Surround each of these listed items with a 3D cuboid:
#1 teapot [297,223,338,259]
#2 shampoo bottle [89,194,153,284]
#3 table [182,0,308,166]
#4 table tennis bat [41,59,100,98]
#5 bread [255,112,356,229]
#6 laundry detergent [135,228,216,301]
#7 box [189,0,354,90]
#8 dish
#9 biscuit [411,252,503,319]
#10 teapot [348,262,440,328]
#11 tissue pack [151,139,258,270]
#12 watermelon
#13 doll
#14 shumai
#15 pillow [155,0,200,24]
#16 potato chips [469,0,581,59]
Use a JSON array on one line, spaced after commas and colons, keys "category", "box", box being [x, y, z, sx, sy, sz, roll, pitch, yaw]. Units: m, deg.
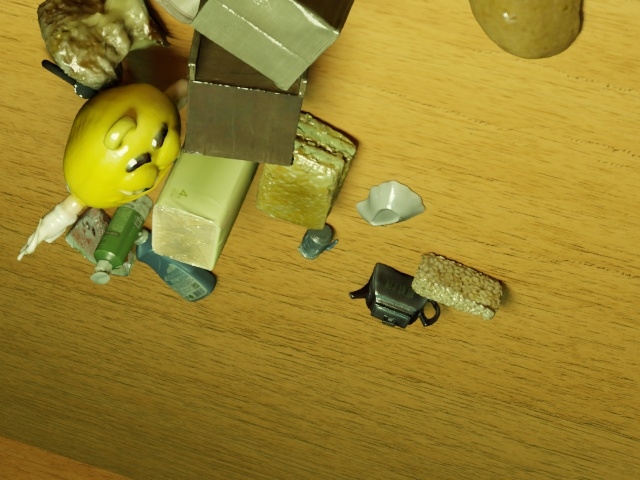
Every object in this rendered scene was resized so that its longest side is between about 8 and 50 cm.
[{"category": "teapot", "box": [-0.003, -0.003, 2.005, 0.049, 0.063, 0.083, 53, 151, 10]}, {"category": "shampoo bottle", "box": [-0.387, -0.003, 2.071, 0.065, 0.205, 0.065, 14, 146, 10]}, {"category": "table", "box": [-0.105, -0.242, 1.578, 0.169, 0.173, 0.193, 7, 146, -4]}, {"category": "table tennis bat", "box": [-0.393, -0.252, 1.772, 0.150, 0.027, 0.236, 32, -179, -17]}, {"category": "bread", "box": [-0.026, -0.111, 1.804, 0.138, 0.102, 0.196, 21, 146, -2]}, {"category": "laundry detergent", "box": [-0.313, 0.046, 2.232, 0.096, 0.061, 0.206, -12, 134, 45]}, {"category": "box", "box": [-0.036, -0.340, 1.358, 0.149, 0.231, 0.155, 32, 147, -15]}, {"category": "dish", "box": [0.112, -0.050, 1.867, 0.091, 0.039, 0.137, 39, 142, -24]}, {"category": "biscuit", "box": [0.247, 0.087, 1.946, 0.168, 0.082, 0.070, 21, 149, 1]}, {"category": "teapot", "box": [0.141, 0.119, 2.042, 0.177, 0.096, 0.087, 21, 147, 1]}, {"category": "tissue pack", "box": [-0.186, -0.093, 1.798, 0.125, 0.234, 0.159, 20, 148, 0]}, {"category": "watermelon", "box": [-0.445, -0.013, 2.216, 0.187, 0.071, 0.139, 29, 140, 23]}, {"category": "doll", "box": [-0.327, -0.131, 1.692, 0.161, 0.423, 0.348, 42, 115, -9]}, {"category": "shumai", "box": [-0.329, -0.324, 1.642, 0.153, 0.209, 0.161, -26, 116, 9]}, {"category": "pillow", "box": [-0.175, -0.388, 1.546, 0.130, 0.038, 0.232, 40, 143, -25]}, {"category": "potato chips", "box": [0.261, -0.311, 1.398, 0.150, 0.049, 0.202, 3, 137, 18]}]
